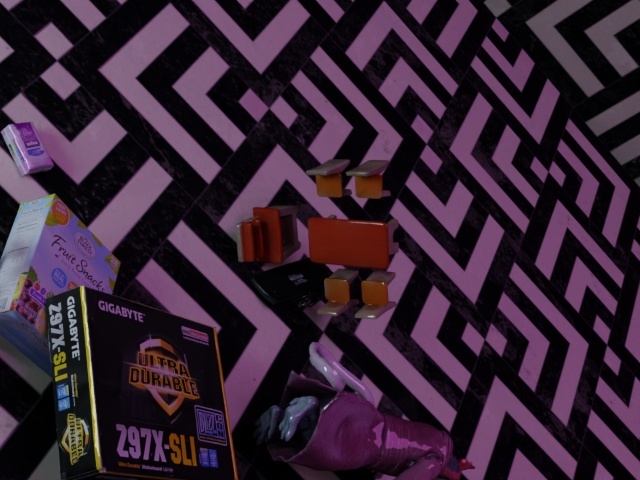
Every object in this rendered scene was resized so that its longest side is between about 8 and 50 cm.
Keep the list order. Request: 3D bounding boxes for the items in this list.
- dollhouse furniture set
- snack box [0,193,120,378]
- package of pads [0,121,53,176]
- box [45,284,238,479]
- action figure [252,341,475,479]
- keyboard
[{"bbox_3d":[0.000,0.000,1.913,0.135,0.259,0.262,-28,118,-58],"label":"dollhouse furniture set"},{"bbox_3d":[-0.380,0.067,1.590,0.174,0.070,0.207,53,33,-43],"label":"snack box"},{"bbox_3d":[-0.455,-0.142,1.723,0.050,0.032,0.083,-19,79,-52],"label":"package of pads"},{"bbox_3d":[-0.249,0.223,1.582,0.322,0.079,0.257,28,49,-57],"label":"box"},{"bbox_3d":[0.093,0.311,1.784,0.370,0.275,0.248,17,16,-17],"label":"action figure"},{"bbox_3d":[-0.042,0.087,2.007,0.100,0.038,0.192,46,36,23],"label":"keyboard"}]
